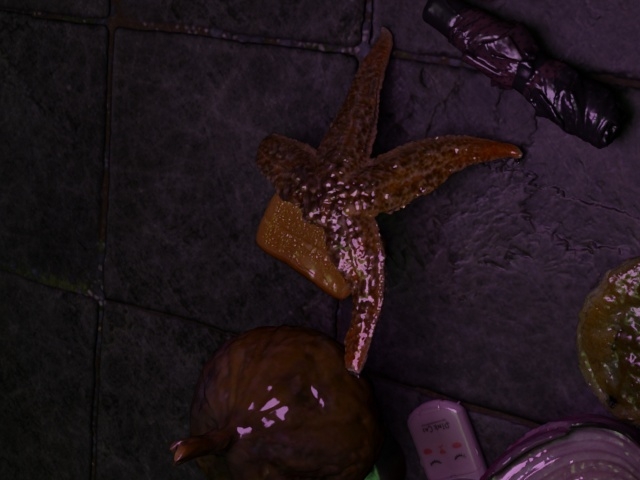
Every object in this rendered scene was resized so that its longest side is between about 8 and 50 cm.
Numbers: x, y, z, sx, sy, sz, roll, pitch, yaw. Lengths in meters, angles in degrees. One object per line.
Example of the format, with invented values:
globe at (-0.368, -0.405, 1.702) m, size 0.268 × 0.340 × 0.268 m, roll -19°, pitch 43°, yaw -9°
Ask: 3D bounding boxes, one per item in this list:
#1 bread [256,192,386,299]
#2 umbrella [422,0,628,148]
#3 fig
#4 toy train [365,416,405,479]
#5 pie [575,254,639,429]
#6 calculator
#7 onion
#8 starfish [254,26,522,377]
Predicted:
bread at (0.000, 0.000, 1.524) m, size 0.200 × 0.077 × 0.116 m, roll 33°, pitch 114°, yaw 23°
umbrella at (0.267, -0.237, 1.315) m, size 0.326 × 0.094 × 0.090 m, roll 40°, pitch 102°, yaw 18°
fig at (-0.089, 0.269, 1.329) m, size 0.286 × 0.368 × 0.286 m, roll 4°, pitch 98°, yaw 27°
toy train at (0.010, 0.302, 1.547) m, size 0.159 × 0.129 × 0.326 m, roll -44°, pitch 75°, yaw 23°
pie at (0.463, 0.137, 1.275) m, size 0.277 × 0.078 × 0.277 m, roll 5°, pitch 99°, yaw 30°
calculator at (0.197, 0.325, 1.493) m, size 0.100 × 0.032 × 0.175 m, roll -21°, pitch 88°, yaw 32°
onion at (0.305, 0.381, 1.329) m, size 0.348 × 0.159 × 0.267 m, roll -14°, pitch 83°, yaw 6°
starfish at (0.059, -0.078, 1.400) m, size 0.384 × 0.132 × 0.398 m, roll -42°, pitch 56°, yaw -5°
